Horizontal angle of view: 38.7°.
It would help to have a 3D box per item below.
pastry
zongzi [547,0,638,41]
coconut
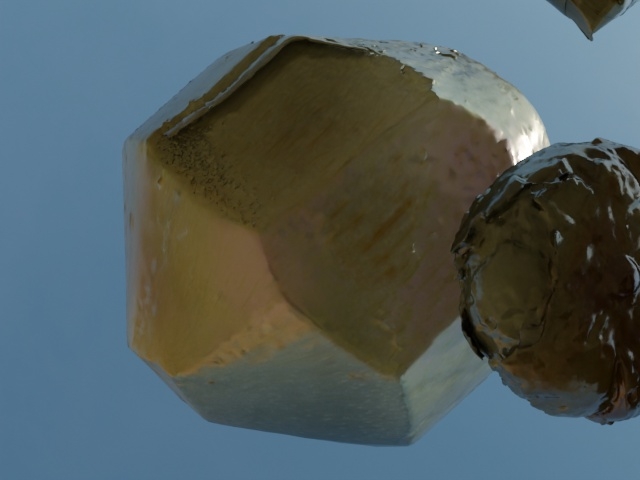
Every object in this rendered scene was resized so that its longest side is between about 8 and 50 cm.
[{"bbox_3d":[0.140,0.021,0.482,0.081,0.153,0.153,-15,-123,55],"label":"pastry"},{"bbox_3d":[0.270,-0.296,0.940,0.160,0.078,0.176,44,-133,10],"label":"zongzi"},{"bbox_3d":[0.000,0.000,0.726,0.353,0.352,0.352,-4,-111,11],"label":"coconut"}]
